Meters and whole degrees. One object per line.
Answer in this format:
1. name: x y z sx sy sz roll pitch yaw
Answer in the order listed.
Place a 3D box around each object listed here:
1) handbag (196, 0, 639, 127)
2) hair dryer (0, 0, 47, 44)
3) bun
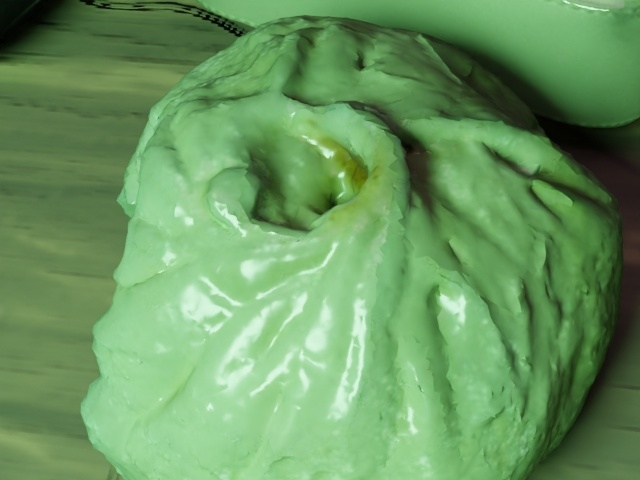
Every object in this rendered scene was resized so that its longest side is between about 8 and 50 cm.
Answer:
1. handbag: 0.079 -0.163 0.638 0.256 0.079 0.219 22 51 23
2. hair dryer: -0.068 -0.203 0.561 0.352 0.107 0.189 -16 31 53
3. bun: 0.000 0.000 0.483 0.204 0.126 0.212 -27 52 -16
